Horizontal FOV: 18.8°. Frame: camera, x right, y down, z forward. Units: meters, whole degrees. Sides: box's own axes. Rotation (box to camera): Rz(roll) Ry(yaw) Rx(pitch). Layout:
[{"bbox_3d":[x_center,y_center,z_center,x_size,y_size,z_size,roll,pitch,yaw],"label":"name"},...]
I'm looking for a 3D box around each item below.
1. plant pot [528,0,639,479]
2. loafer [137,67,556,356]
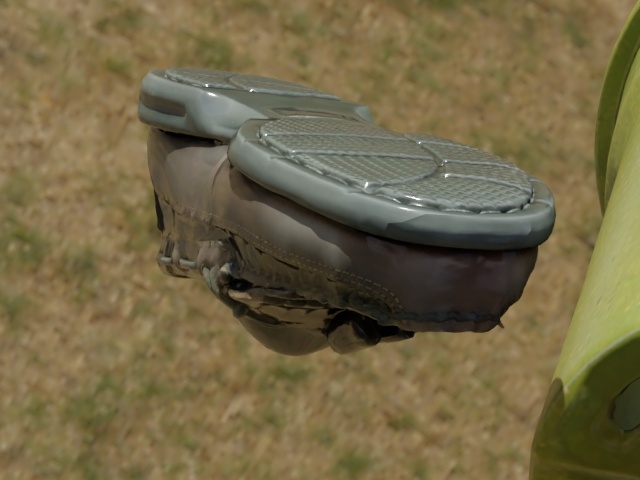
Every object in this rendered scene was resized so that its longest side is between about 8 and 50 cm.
[{"bbox_3d":[0.190,0.038,0.651,0.276,0.276,0.254,35,38,4],"label":"plant pot"},{"bbox_3d":[0.000,0.000,0.636,0.096,0.084,0.267,4,11,-19],"label":"loafer"}]
